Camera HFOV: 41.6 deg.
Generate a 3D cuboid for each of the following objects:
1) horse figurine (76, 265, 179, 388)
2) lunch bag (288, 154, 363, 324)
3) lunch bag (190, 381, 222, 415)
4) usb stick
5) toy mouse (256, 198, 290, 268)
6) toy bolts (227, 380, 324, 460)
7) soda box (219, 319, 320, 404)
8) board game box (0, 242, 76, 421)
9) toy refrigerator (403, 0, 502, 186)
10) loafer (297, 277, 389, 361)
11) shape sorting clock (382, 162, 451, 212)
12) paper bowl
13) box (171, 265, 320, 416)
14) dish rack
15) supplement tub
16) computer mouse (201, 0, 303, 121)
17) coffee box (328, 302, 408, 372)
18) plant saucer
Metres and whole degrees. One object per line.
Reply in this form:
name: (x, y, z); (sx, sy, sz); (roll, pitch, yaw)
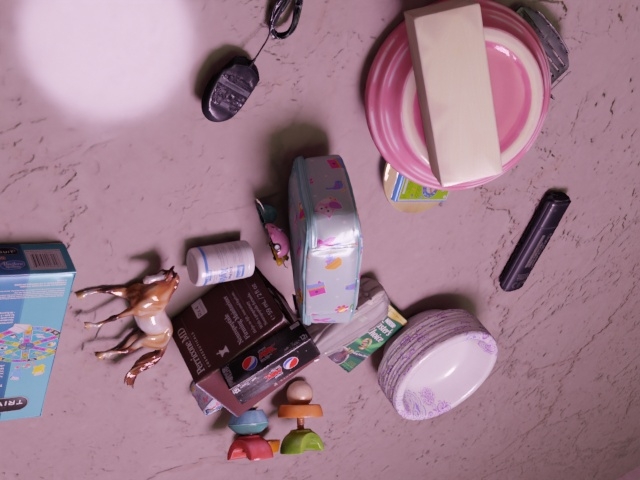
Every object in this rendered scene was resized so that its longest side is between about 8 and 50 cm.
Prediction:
horse figurine: (-0.328, 0.150, 1.512); (0.174, 0.066, 0.263); (-15, 134, -14)
lunch bag: (0.000, 0.000, 1.479); (0.108, 0.224, 0.279); (-5, 133, -9)
lunch bag: (-0.224, 0.308, 1.731); (0.083, 0.071, 0.053); (-49, 142, 12)
usb stick: (0.498, 0.005, 1.965); (0.077, 0.045, 0.278); (-10, 134, -37)
toy mouse: (-0.081, -0.018, 1.478); (0.031, 0.161, 0.143); (-20, 122, -8)
toy bolts: (-0.129, 0.399, 1.877); (0.218, 0.158, 0.228); (-11, 168, 37)
soda box: (-0.089, 0.215, 1.487); (0.169, 0.053, 0.060); (-32, 138, -4)
board game box: (-0.556, 0.159, 1.348); (0.253, 0.079, 0.336); (-1, 129, -34)
toy refrigerator: (0.208, -0.232, 1.319); (0.102, 0.094, 0.269); (-14, 112, 0)
loafer: (0.009, 0.202, 1.760); (0.319, 0.112, 0.111); (-30, 131, -8)
shape sorting clock: (0.204, -0.146, 1.614); (0.206, 0.040, 0.206); (-16, 127, -23)
paper bowl: (0.262, 0.275, 1.979); (0.284, 0.148, 0.284); (-19, 137, -18)
box: (-0.144, 0.188, 1.594); (0.203, 0.168, 0.167); (-37, 140, 0)
dish rack: (0.334, -0.277, 1.527); (0.271, 0.074, 0.208); (-45, 128, 10)
supplement tub: (-0.179, 0.040, 1.503); (0.107, 0.071, 0.071); (-10, 133, -27)
computer mouse: (-0.106, -0.285, 1.275); (0.071, 0.041, 0.242); (27, 104, -45)
coffee box: (0.100, 0.209, 1.885); (0.184, 0.040, 0.113); (-40, 140, 4)
plant saucer: (0.243, -0.237, 1.419); (0.332, 0.084, 0.332); (-4, 112, -11)
